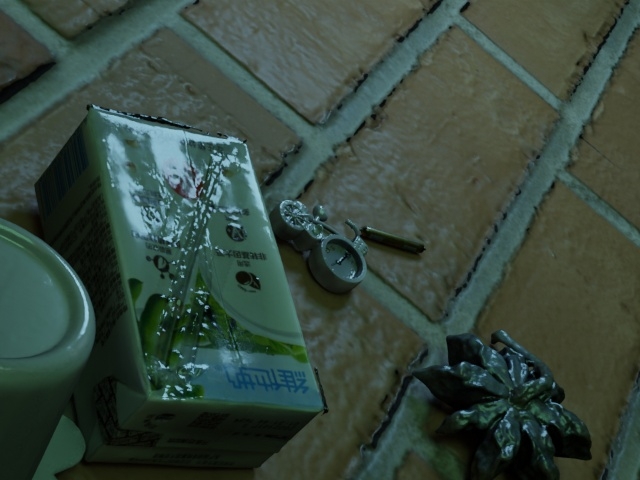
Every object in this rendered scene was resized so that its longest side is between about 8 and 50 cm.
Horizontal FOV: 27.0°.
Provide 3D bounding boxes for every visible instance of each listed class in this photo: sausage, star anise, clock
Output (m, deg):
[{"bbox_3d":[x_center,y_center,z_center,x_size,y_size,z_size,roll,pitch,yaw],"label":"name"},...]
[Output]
[{"bbox_3d":[0.088,-0.001,1.619,0.100,0.015,0.015,16,43,-30],"label":"sausage"},{"bbox_3d":[0.210,0.179,1.492,0.230,0.081,0.262,24,41,-5],"label":"star anise"},{"bbox_3d":[0.000,0.000,1.518,0.129,0.041,0.087,42,40,-7],"label":"clock"}]

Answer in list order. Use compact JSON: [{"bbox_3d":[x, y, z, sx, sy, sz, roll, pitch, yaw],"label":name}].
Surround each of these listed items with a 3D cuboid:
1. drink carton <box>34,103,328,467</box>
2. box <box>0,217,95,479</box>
[{"bbox_3d":[-0.142,0.046,1.268,0.194,0.132,0.325,10,48,-36],"label":"drink carton"},{"bbox_3d":[-0.266,0.107,1.010,0.291,0.206,0.262,3,43,-40],"label":"box"}]
